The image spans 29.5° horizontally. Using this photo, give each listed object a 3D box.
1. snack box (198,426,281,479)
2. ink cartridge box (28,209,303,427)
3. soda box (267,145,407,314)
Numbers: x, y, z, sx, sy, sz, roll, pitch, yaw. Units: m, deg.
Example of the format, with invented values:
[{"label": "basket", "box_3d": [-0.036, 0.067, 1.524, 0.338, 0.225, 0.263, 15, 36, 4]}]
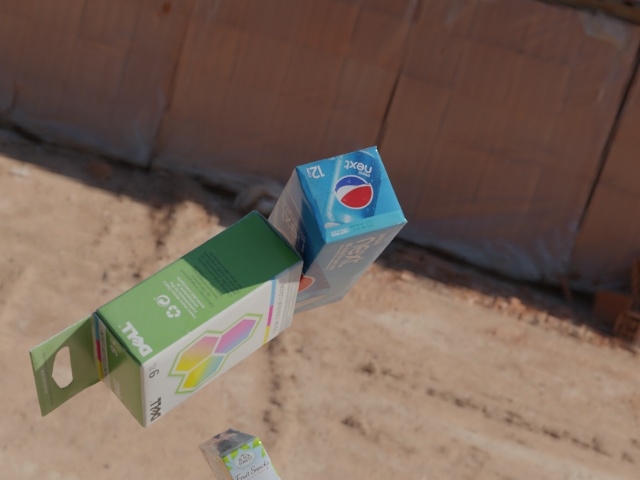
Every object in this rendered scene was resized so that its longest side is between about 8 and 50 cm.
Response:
[{"label": "snack box", "box_3d": [-0.054, 0.207, 0.995, 0.037, 0.100, 0.141, -30, 2, -14]}, {"label": "ink cartridge box", "box_3d": [-0.115, 0.075, 0.937, 0.209, 0.109, 0.062, -33, 67, -25]}, {"label": "soda box", "box_3d": [0.000, 0.000, 1.001, 0.071, 0.210, 0.067, -16, 74, -19]}]
